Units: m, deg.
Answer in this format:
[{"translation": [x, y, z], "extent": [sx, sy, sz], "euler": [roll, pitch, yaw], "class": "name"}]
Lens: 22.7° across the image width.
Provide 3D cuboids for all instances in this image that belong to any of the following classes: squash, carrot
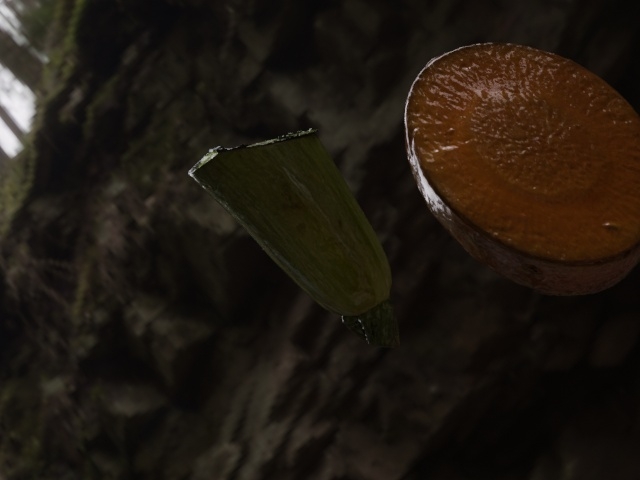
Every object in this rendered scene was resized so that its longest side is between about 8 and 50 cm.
[{"translation": [0.010, -0.008, 1.630], "extent": [0.137, 0.137, 0.287], "euler": [-43, -84, -1], "class": "squash"}, {"translation": [0.220, -0.081, 1.682], "extent": [0.258, 0.307, 0.100], "euler": [-35, -21, -28], "class": "carrot"}]
